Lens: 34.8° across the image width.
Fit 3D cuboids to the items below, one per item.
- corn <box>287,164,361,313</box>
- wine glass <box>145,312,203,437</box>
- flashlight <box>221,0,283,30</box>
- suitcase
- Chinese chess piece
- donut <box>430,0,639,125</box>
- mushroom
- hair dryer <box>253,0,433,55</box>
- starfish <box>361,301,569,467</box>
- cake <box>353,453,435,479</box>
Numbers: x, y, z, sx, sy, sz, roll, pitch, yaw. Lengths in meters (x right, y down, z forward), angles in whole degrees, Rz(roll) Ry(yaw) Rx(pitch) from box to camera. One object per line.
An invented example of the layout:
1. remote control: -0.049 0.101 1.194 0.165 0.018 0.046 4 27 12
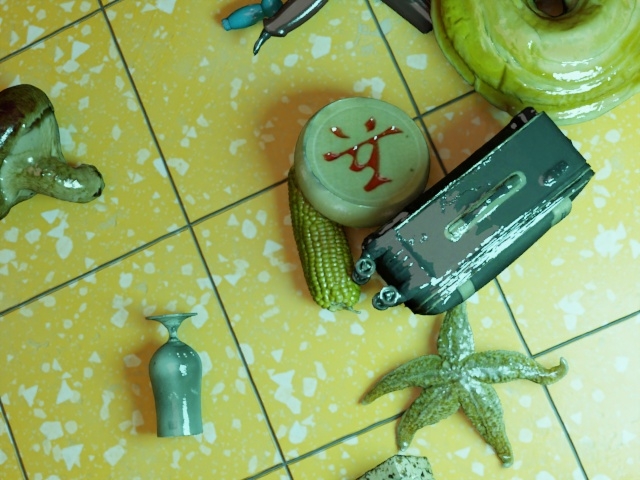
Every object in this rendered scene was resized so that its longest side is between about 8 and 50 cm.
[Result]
1. corn: 0.000 0.000 1.910 0.101 0.101 0.310 -19 78 9
2. wine glass: -0.275 0.255 1.934 0.103 0.103 0.231 -5 85 11
3. flashlight: -0.135 -0.448 2.019 0.129 0.051 0.051 -18 80 10
4. suitcase: 0.260 -0.032 1.744 0.434 0.283 0.194 -40 86 -4
5. Chinese chess piece: 0.076 -0.142 1.865 0.250 0.103 0.249 4 65 -8
6. donut: 0.419 -0.425 1.826 0.449 0.198 0.448 -1 82 10
7. mushroom: -0.579 -0.173 1.980 0.255 0.267 0.267 -9 81 11
8. hair dryer: 0.023 -0.439 1.957 0.340 0.123 0.312 -42 86 5
9. starfish: 0.253 0.242 1.831 0.375 0.094 0.327 -1 85 17
10. cake: 0.110 0.480 1.857 0.246 0.135 0.112 -38 62 35
